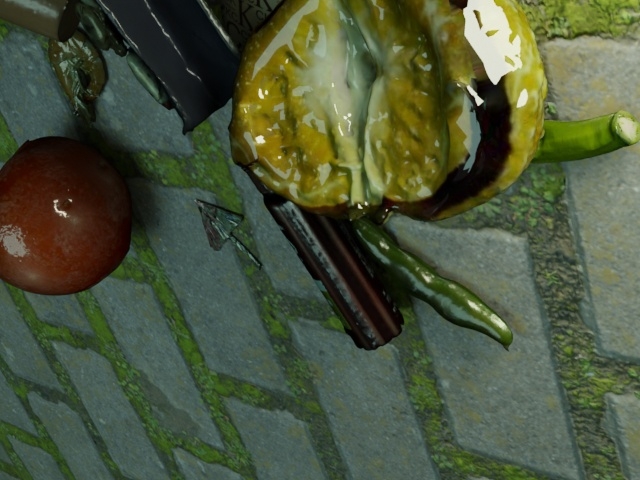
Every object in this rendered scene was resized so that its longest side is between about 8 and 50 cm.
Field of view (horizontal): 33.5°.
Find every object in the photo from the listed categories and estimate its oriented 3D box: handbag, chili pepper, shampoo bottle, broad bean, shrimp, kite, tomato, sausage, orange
[{"bbox_3d":[-0.231,-0.290,1.308,0.303,0.122,0.329,55,173,-20],"label":"handbag"},{"bbox_3d":[0.252,-0.110,1.154,0.202,0.050,0.052,0,109,44],"label":"chili pepper"},{"bbox_3d":[0.000,0.000,1.476,0.323,0.084,0.129,57,180,-16],"label":"shampoo bottle"},{"bbox_3d":[0.138,0.054,1.438,0.297,0.043,0.060,37,134,15],"label":"broad bean"},{"bbox_3d":[-0.374,-0.257,1.674,0.099,0.041,0.180,12,133,18],"label":"shrimp"},{"bbox_3d":[-0.149,-0.010,1.702,0.156,0.011,0.139,46,148,3],"label":"kite"},{"bbox_3d":[-0.431,-0.033,1.759,0.265,0.265,0.265,27,141,25],"label":"tomato"},{"bbox_3d":[-0.453,-0.376,1.478,0.253,0.123,0.123,22,145,-6],"label":"sausage"},{"bbox_3d":[0.085,-0.166,1.128,0.369,0.210,0.270,2,109,42],"label":"orange"}]

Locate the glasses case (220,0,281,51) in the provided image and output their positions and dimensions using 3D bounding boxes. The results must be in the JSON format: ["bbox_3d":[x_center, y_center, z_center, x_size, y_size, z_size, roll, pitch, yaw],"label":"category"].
[{"bbox_3d":[-0.053,-0.299,1.247,0.137,0.085,0.354,31,144,27],"label":"glasses case"}]
